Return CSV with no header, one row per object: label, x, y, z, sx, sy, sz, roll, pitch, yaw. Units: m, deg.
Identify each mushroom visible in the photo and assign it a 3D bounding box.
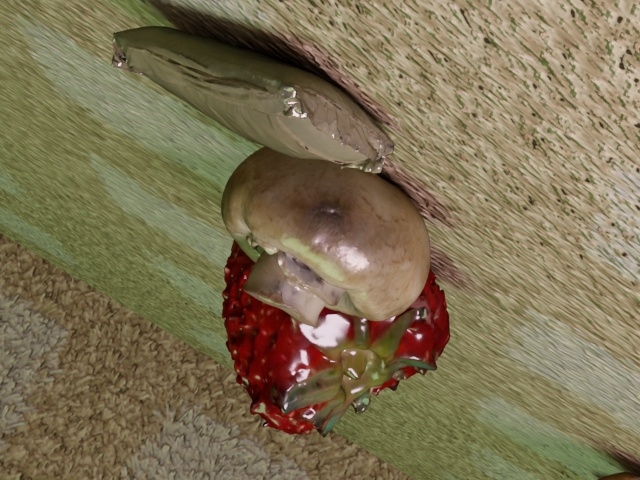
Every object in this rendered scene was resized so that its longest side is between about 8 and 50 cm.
mushroom,0.000,0.000,1.450,0.166,0.127,0.166,35,176,2

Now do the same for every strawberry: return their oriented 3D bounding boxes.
strawberry,0.001,0.055,1.631,0.184,0.187,0.201,9,-141,-47

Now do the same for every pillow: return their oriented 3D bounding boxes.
pillow,-0.046,-0.097,1.313,0.208,0.053,0.119,22,170,44

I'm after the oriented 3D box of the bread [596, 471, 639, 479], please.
bread,0.323,0.302,1.963,0.252,0.133,0.174,-19,-146,-40
